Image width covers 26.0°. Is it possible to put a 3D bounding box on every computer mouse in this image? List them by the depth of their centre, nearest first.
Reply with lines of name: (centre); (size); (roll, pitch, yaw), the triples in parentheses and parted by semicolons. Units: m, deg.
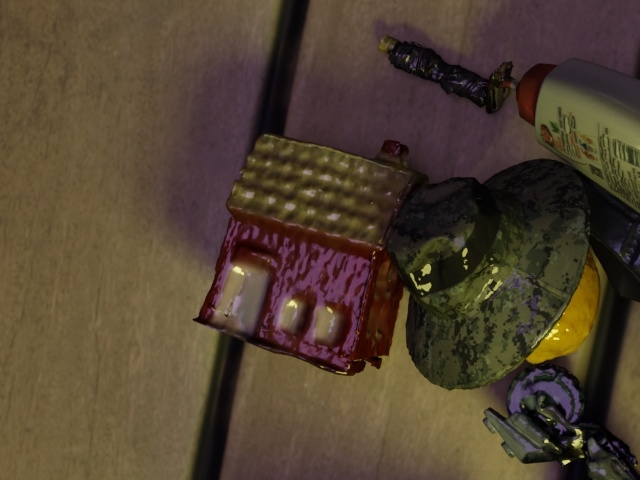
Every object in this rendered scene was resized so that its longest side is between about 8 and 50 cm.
computer mouse: (0.330, -0.010, 1.435); (0.105, 0.062, 0.192); (-30, 73, -18)

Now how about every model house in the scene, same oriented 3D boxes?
model house: (0.000, 0.000, 1.519); (0.196, 0.160, 0.254); (17, 90, 20)

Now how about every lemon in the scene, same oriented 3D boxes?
lemon: (0.237, 0.053, 1.457); (0.114, 0.114, 0.155); (6, 79, 19)

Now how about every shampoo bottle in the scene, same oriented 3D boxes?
shampoo bottle: (0.271, -0.118, 1.411); (0.071, 0.153, 0.284); (-37, 45, -17)

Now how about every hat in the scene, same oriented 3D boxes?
hat: (0.143, 0.007, 1.405); (0.265, 0.128, 0.266); (-31, 41, 32)

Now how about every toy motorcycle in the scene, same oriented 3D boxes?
toy motorcycle: (0.267, 0.266, 1.443); (0.159, 0.106, 0.270); (-41, 80, 7)

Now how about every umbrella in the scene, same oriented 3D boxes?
umbrella: (0.128, -0.191, 1.546); (0.144, 0.040, 0.037); (28, 105, 19)
